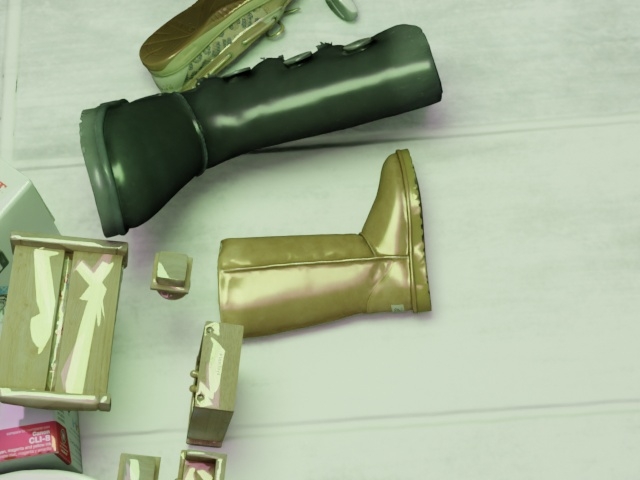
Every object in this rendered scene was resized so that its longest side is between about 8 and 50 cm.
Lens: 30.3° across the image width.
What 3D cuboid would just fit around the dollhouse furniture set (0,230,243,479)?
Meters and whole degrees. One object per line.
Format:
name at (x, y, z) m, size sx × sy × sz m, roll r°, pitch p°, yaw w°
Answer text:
dollhouse furniture set at (-0.280, 0.169, 1.391) m, size 0.355 × 0.174 × 0.303 m, roll 7°, pitch 67°, yaw -6°

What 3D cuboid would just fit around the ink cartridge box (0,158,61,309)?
ink cartridge box at (-0.502, 0.009, 1.496) m, size 0.198 × 0.197 × 0.270 m, roll 34°, pitch 73°, yaw 12°

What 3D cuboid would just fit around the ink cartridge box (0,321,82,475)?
ink cartridge box at (-0.373, 0.199, 1.448) m, size 0.127 × 0.128 × 0.176 m, roll -10°, pitch 68°, yaw 0°

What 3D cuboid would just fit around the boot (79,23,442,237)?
boot at (-0.060, -0.148, 1.477) m, size 0.445 × 0.146 × 0.367 m, roll -11°, pitch 22°, yaw -1°

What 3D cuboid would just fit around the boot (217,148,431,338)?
boot at (0.000, 0.000, 1.528) m, size 0.269 × 0.089 × 0.236 m, roll -5°, pitch 66°, yaw 3°

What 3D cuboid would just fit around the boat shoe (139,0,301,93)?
boat shoe at (-0.128, -0.308, 1.678) m, size 0.285 × 0.089 × 0.104 m, roll -37°, pitch 43°, yaw -14°

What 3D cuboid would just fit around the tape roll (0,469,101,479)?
tape roll at (-0.324, 0.458, 1.346) m, size 0.391 × 0.072 × 0.392 m, roll -1°, pitch 73°, yaw 3°

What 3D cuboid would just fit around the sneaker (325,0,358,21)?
sneaker at (0.022, -0.383, 1.706) m, size 0.061 × 0.054 × 0.152 m, roll -26°, pitch 67°, yaw -10°
